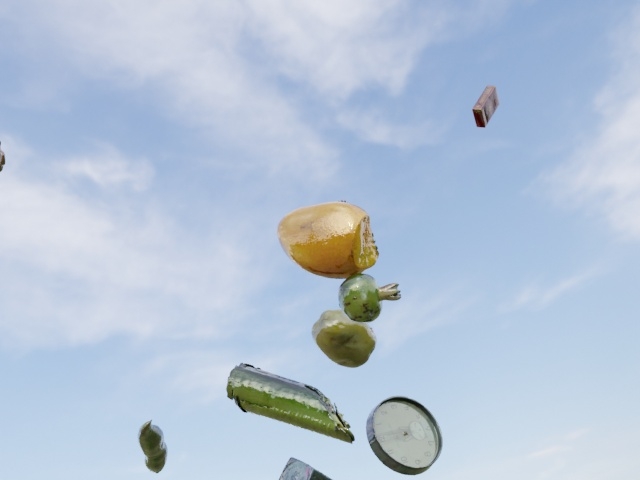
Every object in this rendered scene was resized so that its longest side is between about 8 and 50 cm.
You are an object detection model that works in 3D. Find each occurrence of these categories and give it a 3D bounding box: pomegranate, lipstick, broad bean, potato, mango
[{"bbox_3d":[0.108,0.123,1.622,0.142,0.115,0.114,-15,-30,11],"label":"pomegranate"},{"bbox_3d":[0.035,0.421,1.168,0.051,0.051,0.312,11,-25,38],"label":"lipstick"},{"bbox_3d":[-0.461,0.568,2.021,0.061,0.077,0.339,28,-37,19],"label":"broad bean"},{"bbox_3d":[0.071,0.286,2.160,0.200,0.155,0.137,43,-20,-25],"label":"potato"},{"bbox_3d":[0.000,0.000,1.798,0.256,0.187,0.138,-1,10,32],"label":"mango"}]

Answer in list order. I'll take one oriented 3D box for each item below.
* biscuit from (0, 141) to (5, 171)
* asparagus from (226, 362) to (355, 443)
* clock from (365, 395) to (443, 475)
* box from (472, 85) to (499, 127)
[{"bbox_3d":[-0.685,-0.180,1.505,0.119,0.130,0.019,-24,-11,32],"label":"biscuit"},{"bbox_3d":[-0.066,0.412,1.855,0.381,0.128,0.108,12,-65,26],"label":"asparagus"},{"bbox_3d":[0.226,0.516,1.953,0.214,0.215,0.042,4,-40,-25],"label":"clock"},{"bbox_3d":[0.359,-0.290,1.588,0.023,0.082,0.052,12,-35,37],"label":"box"}]
